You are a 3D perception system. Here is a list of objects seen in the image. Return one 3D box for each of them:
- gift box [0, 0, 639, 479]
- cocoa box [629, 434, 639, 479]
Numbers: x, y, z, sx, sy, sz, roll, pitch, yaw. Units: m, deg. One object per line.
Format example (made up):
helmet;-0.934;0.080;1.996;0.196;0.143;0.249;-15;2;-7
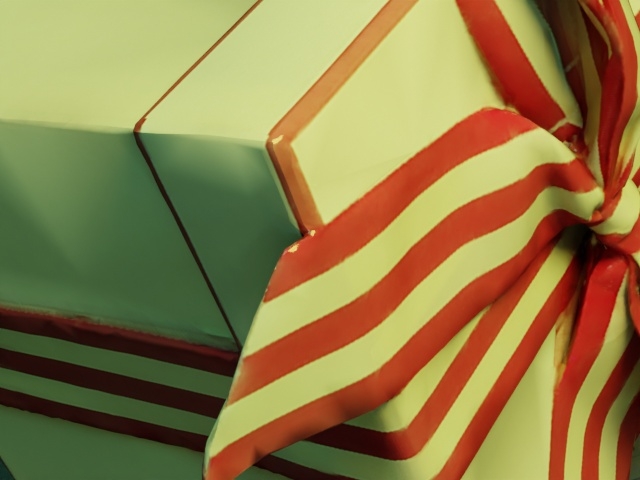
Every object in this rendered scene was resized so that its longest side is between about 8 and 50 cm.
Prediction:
gift box;0.000;0.000;0.485;0.258;0.255;0.276;7;49;36
cocoa box;0.183;0.140;0.688;0.231;0.347;0.228;-21;44;8
